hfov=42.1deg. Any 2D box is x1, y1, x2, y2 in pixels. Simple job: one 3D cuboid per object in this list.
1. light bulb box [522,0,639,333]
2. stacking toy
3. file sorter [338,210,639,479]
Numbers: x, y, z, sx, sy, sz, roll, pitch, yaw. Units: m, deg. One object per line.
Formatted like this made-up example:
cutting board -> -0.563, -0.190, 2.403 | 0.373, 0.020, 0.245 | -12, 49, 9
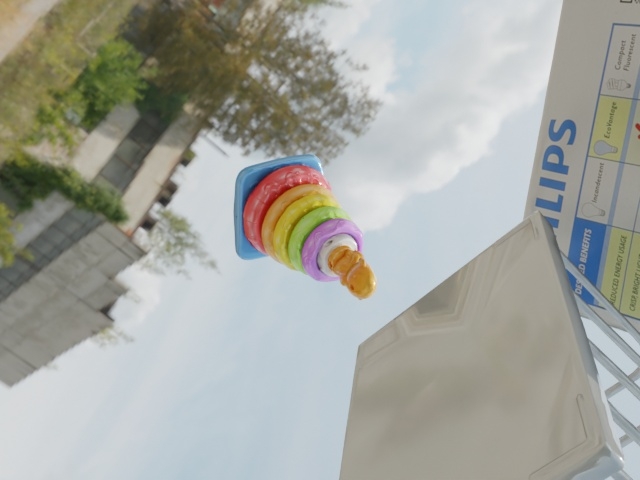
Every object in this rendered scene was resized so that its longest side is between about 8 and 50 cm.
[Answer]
light bulb box -> 0.397, -0.082, 0.701 | 0.361, 0.225, 0.358 | 20, -73, 44
stacking toy -> 0.000, 0.000, 1.271 | 0.165, 0.175, 0.302 | -14, -147, -28
file sorter -> 0.141, 0.149, 0.570 | 0.193, 0.173, 0.278 | -41, -166, 23
